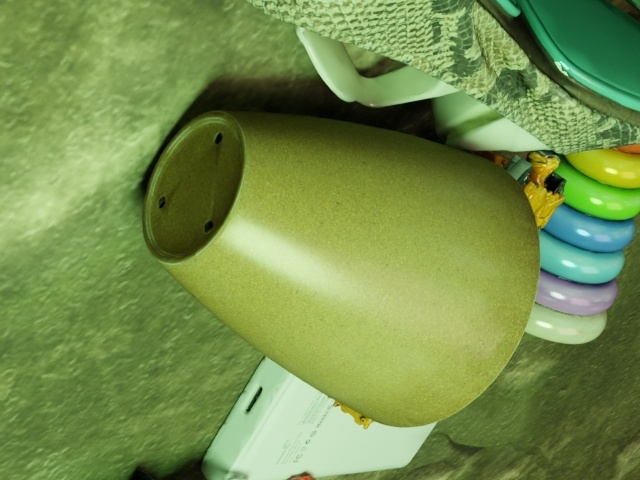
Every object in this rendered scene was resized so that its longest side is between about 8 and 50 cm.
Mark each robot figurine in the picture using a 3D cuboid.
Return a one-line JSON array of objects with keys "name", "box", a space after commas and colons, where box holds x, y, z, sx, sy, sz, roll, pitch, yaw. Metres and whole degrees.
[{"name": "robot figurine", "box": [0.120, 0.035, 1.155, 0.291, 0.085, 0.211, -59, 159, 9]}]

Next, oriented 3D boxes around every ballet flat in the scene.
[{"name": "ballet flat", "box": [0.113, -0.157, 0.992, 0.182, 0.164, 0.482, -36, 147, 28]}]

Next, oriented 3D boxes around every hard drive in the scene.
[{"name": "hard drive", "box": [0.036, 0.165, 1.328, 0.307, 0.040, 0.203, 6, 122, -50]}]

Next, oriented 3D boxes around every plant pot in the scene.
[{"name": "plant pot", "box": [0.000, 0.000, 0.973, 0.254, 0.237, 0.237, 24, 108, -40]}]

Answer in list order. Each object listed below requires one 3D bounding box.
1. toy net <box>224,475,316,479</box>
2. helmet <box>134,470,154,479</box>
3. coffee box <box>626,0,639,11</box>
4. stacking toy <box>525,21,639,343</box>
[{"name": "toy net", "box": [-0.068, 0.274, 1.279, 0.122, 0.045, 0.232, -22, 159, 8]}, {"name": "helmet", "box": [-0.169, 0.313, 1.158, 0.169, 0.161, 0.169, -28, 143, -24]}, {"name": "coffee box", "box": [0.316, -0.300, 1.125, 0.113, 0.040, 0.184, 15, 114, -52]}, {"name": "stacking toy", "box": [0.282, -0.064, 1.279, 0.141, 0.141, 0.330, -6, 125, -44]}]
